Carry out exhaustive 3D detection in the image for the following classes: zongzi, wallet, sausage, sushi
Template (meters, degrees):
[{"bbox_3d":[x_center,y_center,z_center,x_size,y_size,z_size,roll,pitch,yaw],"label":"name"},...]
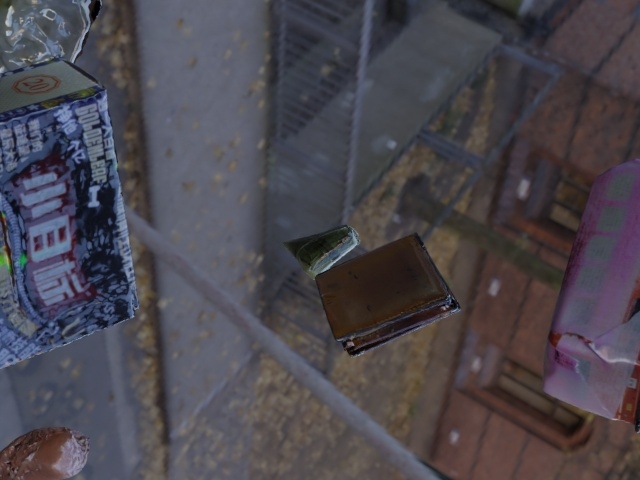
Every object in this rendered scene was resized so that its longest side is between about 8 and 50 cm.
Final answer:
[{"bbox_3d":[0.000,0.000,1.930,0.104,0.113,0.052,-36,127,-4],"label":"zongzi"},{"bbox_3d":[0.080,0.068,1.541,0.161,0.195,0.042,-22,117,-2],"label":"wallet"},{"bbox_3d":[-0.386,0.286,1.467,0.304,0.078,0.078,-27,-172,43],"label":"sausage"},{"bbox_3d":[-0.417,-0.359,1.534,0.299,0.281,0.294,-46,-151,28],"label":"sushi"}]

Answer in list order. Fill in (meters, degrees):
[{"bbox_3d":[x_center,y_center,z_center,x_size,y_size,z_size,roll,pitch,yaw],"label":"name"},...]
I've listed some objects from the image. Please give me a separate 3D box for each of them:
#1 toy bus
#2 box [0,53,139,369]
[{"bbox_3d":[0.334,0.042,1.247,0.127,0.147,0.302,80,29,-48],"label":"toy bus"},{"bbox_3d":[-0.290,0.011,0.830,0.310,0.084,0.198,-23,128,-28],"label":"box"}]
